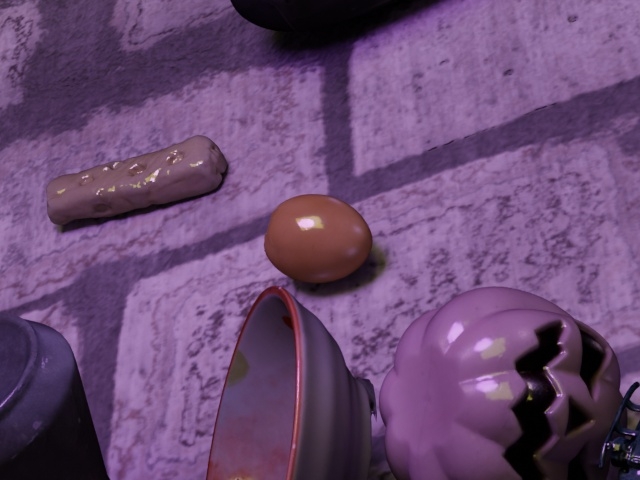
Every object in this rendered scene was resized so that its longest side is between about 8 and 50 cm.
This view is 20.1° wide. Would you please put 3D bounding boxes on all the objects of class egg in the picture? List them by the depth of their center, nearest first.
[{"bbox_3d":[0.000,0.000,1.597,0.096,0.080,0.080,18,56,28],"label":"egg"}]

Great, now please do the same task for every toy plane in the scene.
[{"bbox_3d":[0.224,0.178,1.227,0.060,0.096,0.235,8,48,29],"label":"toy plane"}]

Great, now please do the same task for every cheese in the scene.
[{"bbox_3d":[-0.187,-0.057,1.820,0.194,0.043,0.065,-13,44,17],"label":"cheese"}]

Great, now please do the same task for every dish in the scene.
[{"bbox_3d":[-0.017,0.167,1.340,0.085,0.260,0.260,10,36,-14],"label":"dish"}]

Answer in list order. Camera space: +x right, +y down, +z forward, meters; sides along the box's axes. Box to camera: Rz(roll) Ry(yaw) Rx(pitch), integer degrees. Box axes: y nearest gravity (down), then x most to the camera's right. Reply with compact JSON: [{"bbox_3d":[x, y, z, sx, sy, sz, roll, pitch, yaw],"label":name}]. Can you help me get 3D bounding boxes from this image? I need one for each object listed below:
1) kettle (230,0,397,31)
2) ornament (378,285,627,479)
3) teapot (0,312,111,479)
[{"bbox_3d":[0.013,-0.332,1.884,0.271,0.207,0.251,-35,43,5],"label":"kettle"},{"bbox_3d":[0.135,0.123,1.295,0.177,0.177,0.177,-18,38,15],"label":"ornament"},{"bbox_3d":[-0.237,0.176,1.425,0.171,0.225,0.203,-26,35,0],"label":"teapot"}]
